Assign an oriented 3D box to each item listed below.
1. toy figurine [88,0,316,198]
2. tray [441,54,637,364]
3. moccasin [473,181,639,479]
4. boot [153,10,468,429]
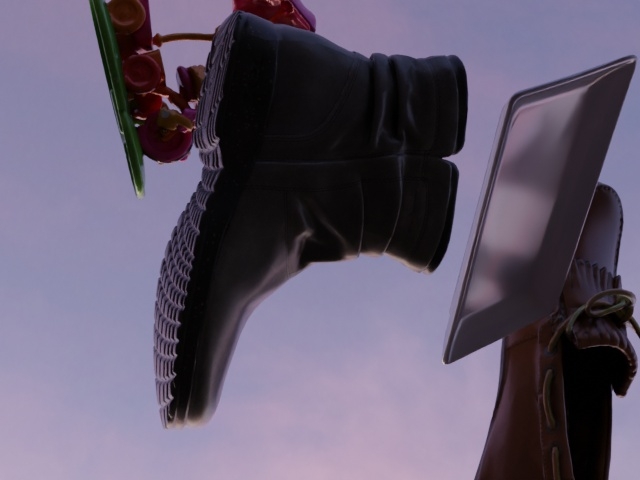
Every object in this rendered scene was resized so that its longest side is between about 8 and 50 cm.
[{"bbox_3d":[-0.076,-0.128,0.818,0.159,0.130,0.173,-13,-106,-10],"label":"toy figurine"},{"bbox_3d":[0.168,-0.025,0.920,0.145,0.030,0.270,-22,-43,-34],"label":"tray"},{"bbox_3d":[0.246,0.108,1.069,0.147,0.380,0.139,-11,-43,42],"label":"moccasin"},{"bbox_3d":[0.000,0.000,0.640,0.161,0.083,0.247,12,-87,-18],"label":"boot"}]
